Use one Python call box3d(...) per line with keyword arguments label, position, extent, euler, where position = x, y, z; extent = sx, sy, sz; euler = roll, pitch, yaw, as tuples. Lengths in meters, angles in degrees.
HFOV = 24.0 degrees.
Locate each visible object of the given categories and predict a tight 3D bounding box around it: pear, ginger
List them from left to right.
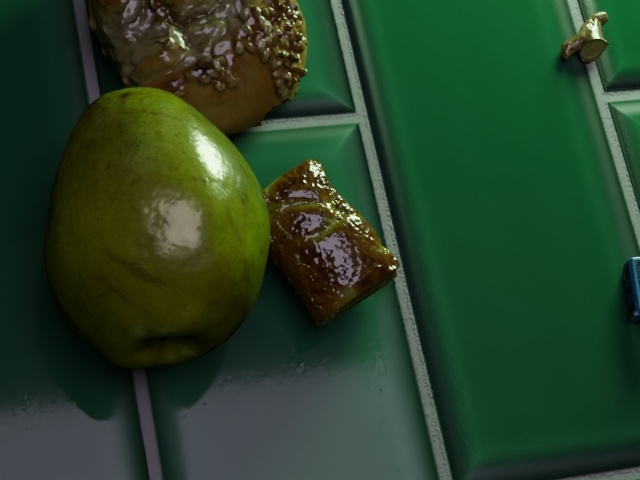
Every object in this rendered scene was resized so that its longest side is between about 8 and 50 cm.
box3d(label="pear", position=(-0.184, -0.014, 1.664), extent=(0.252, 0.253, 0.307), euler=(-4, 57, -15))
box3d(label="ginger", position=(0.362, -0.269, 2.016), extent=(0.048, 0.030, 0.097), euler=(42, 66, 8))

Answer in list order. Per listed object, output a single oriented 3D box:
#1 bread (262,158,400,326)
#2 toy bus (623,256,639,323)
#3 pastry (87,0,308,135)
box3d(label="bread", position=(0.000, 0.000, 1.774), extent=(0.132, 0.103, 0.172), euler=(-33, 81, -20))
box3d(label="toy bus", position=(0.405, 0.063, 1.879), extent=(0.046, 0.038, 0.083), euler=(0, 66, -8))
box3d(label="pastry", position=(-0.151, -0.281, 1.828), extent=(0.255, 0.162, 0.311), euler=(-28, 78, -25))
